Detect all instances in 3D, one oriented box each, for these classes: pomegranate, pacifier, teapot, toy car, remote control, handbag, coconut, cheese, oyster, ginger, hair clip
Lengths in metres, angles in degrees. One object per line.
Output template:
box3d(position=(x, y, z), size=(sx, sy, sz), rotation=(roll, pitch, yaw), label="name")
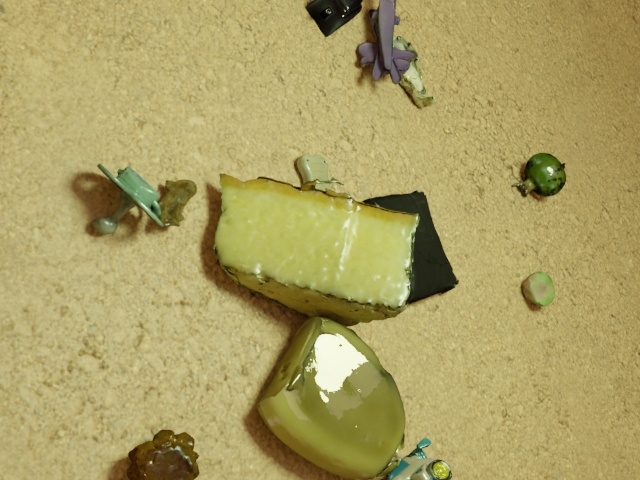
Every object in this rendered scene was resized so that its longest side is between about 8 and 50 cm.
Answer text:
box3d(position=(0.590, -0.167, 2.276), size=(0.161, 0.122, 0.122), rotation=(-30, 93, -7), label="pomegranate")
box3d(position=(-0.333, -0.058, 1.417), size=(0.150, 0.127, 0.117), rotation=(42, 84, 1), label="pacifier")
box3d(position=(0.048, -0.550, 1.958), size=(0.087, 0.096, 0.177), rotation=(54, 45, -9), label="teapot")
box3d(position=(0.158, 0.459, 1.613), size=(0.161, 0.126, 0.098), rotation=(-14, 59, -34), label="toy car")
box3d(position=(-0.009, -0.121, 1.762), size=(0.074, 0.032, 0.122), rotation=(1, 72, -42), label="remote control")
box3d(position=(0.199, 0.010, 1.858), size=(0.223, 0.080, 0.247), rotation=(-12, 81, -44), label="handbag")
box3d(position=(0.550, 0.119, 2.126), size=(0.083, 0.081, 0.082), rotation=(20, 100, -29), label="coconut")
box3d(position=(0.043, 0.308, 1.564), size=(0.316, 0.128, 0.260), rotation=(40, 60, -17), label="cheese")
box3d(position=(0.206, -0.420, 2.085), size=(0.106, 0.061, 0.200), rotation=(-6, 73, -21), label="oyster")
box3d(position=(-0.262, -0.066, 1.508), size=(0.057, 0.044, 0.137), rotation=(21, 47, 1), label="ginger")
box3d(position=(0.161, -0.475, 2.019), size=(0.137, 0.090, 0.279), rotation=(9, 63, -11), label="hair clip")

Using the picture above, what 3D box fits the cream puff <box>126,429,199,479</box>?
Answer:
box3d(position=(-0.245, 0.351, 1.309), size=(0.116, 0.094, 0.122), rotation=(31, 76, -24), label="cream puff")

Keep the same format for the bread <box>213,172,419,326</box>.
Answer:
box3d(position=(0.000, 0.000, 1.564), size=(0.315, 0.279, 0.249), rotation=(30, 60, -44), label="bread")
